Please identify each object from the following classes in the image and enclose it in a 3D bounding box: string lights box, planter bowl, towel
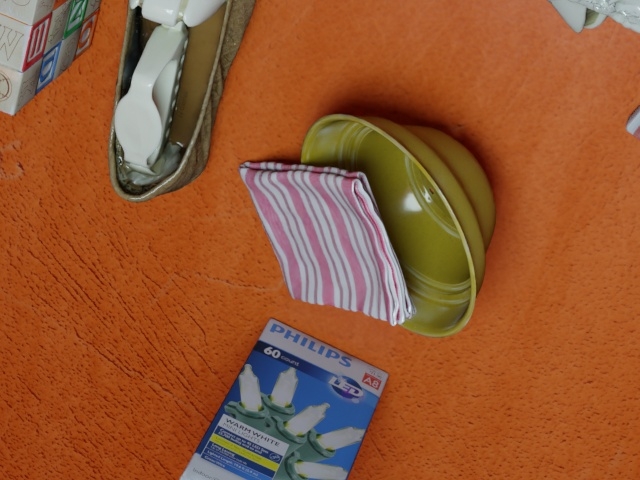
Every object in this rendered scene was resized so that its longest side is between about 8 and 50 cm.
[{"bbox_3d":[-0.037,0.191,1.408,0.133,0.259,0.076,25,123,2],"label":"string lights box"},{"bbox_3d":[0.086,-0.030,1.327,0.217,0.090,0.217,39,147,32],"label":"planter bowl"},{"bbox_3d":[0.000,0.000,1.369,0.197,0.029,0.144,9,126,55],"label":"towel"}]

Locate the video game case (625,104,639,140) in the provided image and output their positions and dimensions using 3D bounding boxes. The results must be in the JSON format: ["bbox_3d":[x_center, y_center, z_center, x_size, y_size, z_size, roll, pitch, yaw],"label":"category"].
[{"bbox_3d":[0.425,-0.083,1.253,0.285,0.025,0.204,36,122,-4],"label":"video game case"}]

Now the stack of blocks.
[{"bbox_3d":[-0.228,-0.274,1.265,0.087,0.171,0.297,23,121,4],"label":"stack of blocks"}]

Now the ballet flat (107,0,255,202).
[{"bbox_3d":[-0.129,-0.175,1.316,0.116,0.124,0.342,20,122,5],"label":"ballet flat"}]

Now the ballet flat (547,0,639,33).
[{"bbox_3d":[0.261,-0.187,1.173,0.409,0.147,0.147,32,123,10],"label":"ballet flat"}]
